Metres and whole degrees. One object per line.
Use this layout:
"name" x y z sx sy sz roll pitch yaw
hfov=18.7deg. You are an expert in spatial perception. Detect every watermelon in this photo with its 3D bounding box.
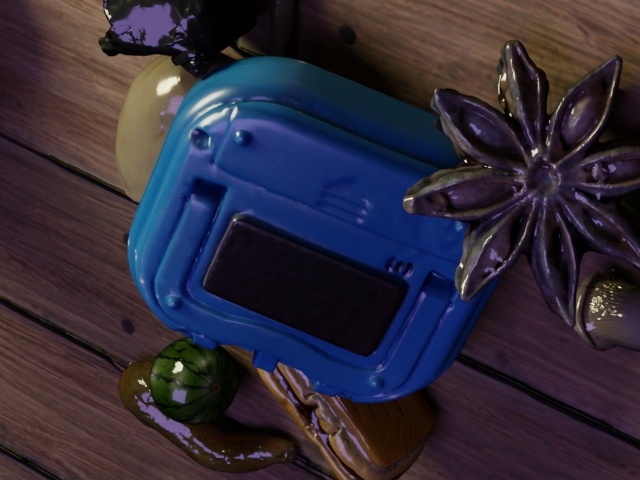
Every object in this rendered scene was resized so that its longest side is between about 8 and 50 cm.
"watermelon" -0.144 0.153 2.148 0.109 0.109 0.109 21 130 27

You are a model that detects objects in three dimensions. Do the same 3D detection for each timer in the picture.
"timer" 0.000 0.000 1.827 0.340 0.115 0.309 22 125 -5

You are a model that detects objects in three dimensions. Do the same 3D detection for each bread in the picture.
"bread" 0.031 0.158 1.995 0.200 0.116 0.077 53 143 -4

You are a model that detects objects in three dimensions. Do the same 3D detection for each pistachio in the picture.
"pistachio" -0.137 -0.113 1.933 0.223 0.126 0.152 -40 49 54

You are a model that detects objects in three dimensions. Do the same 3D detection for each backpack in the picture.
"backpack" -0.127 -0.223 1.822 0.120 0.165 0.106 11 116 14

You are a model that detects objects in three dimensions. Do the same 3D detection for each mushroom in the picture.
"mushroom" 0.327 0.088 1.731 0.223 0.092 0.081 20 86 23

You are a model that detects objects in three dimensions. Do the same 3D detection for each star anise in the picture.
"star anise" 0.193 -0.056 1.692 0.223 0.109 0.236 14 100 4

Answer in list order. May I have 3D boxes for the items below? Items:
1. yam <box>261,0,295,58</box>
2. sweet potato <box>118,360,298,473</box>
"yam" -0.040 -0.200 1.865 0.027 0.029 0.234 -111 21 -50
"sweet potato" -0.134 0.212 2.212 0.233 0.062 0.081 28 131 18
